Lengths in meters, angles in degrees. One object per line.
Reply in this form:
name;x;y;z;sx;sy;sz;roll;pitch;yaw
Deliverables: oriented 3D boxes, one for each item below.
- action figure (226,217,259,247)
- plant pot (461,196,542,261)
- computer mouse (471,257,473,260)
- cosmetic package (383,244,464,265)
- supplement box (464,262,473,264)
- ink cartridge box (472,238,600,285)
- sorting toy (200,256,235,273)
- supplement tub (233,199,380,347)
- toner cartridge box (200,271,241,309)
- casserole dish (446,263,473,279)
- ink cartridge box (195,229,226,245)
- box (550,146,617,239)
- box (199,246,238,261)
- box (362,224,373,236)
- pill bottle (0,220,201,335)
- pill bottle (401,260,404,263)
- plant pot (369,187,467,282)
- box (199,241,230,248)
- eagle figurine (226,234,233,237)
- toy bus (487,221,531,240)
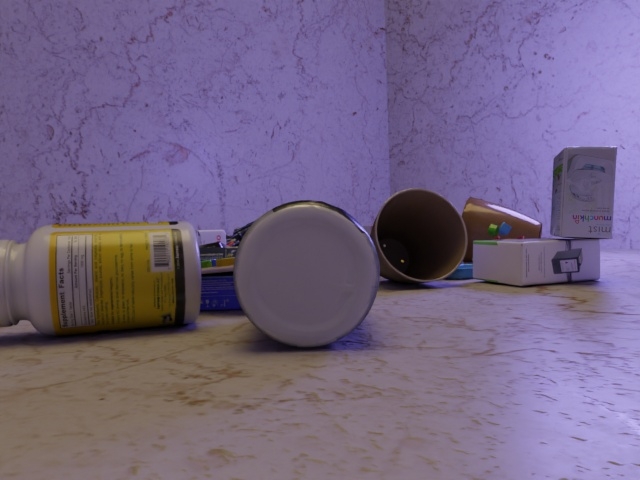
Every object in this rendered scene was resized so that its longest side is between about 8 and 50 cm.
action figure;-0.317;0.045;2.069;0.341;0.179;0.330;-29;13;-11
plant pot;0.639;-0.024;1.918;0.254;0.237;0.237;8;6;26
computer mouse;0.605;0.084;1.834;0.192;0.042;0.106;4;6;2
cosmetic package;0.375;0.049;2.080;0.309;0.113;0.160;-2;1;34
supplement box;0.593;0.057;2.178;0.080;0.078;0.233;-2;1;11
ink cartridge box;0.588;0.053;1.488;0.272;0.115;0.198;-2;2;-23
sorting toy;-0.195;0.051;1.170;0.208;0.038;0.193;-1;2;27
supplement tub;-0.019;0.043;0.895;0.207;0.207;0.338;-2;1;1
toner cartridge box;-0.155;0.105;1.209;0.347;0.075;0.165;-2;2;5
casserole dish;0.438;0.095;1.660;0.188;0.037;0.114;-4;2;-36
ink cartridge box;-0.429;0.054;1.746;0.237;0.172;0.100;-3;1;-32
box;0.691;-0.121;1.455;0.126;0.231;0.262;2;2;17
box;-0.291;0.079;1.411;0.183;0.059;0.233;-2;-18;-6
box;0.253;0.017;2.365;0.130;0.171;0.091;-3;2;-24
pill bottle;-0.384;0.064;0.936;0.333;0.188;0.188;-2;1;-20
pill bottle;0.278;0.083;1.756;0.116;0.065;0.065;-2;1;-21
plant pot;0.237;0.018;1.550;0.256;0.257;0.274;-2;-15;-13
box;-0.335;0.072;1.562;0.231;0.056;0.183;-10;-22;22
eagle figurine;-0.309;0.053;2.347;0.298;0.225;0.226;30;60;23
toy bus;0.591;0.056;1.702;0.191;0.104;0.202;30;-19;24
